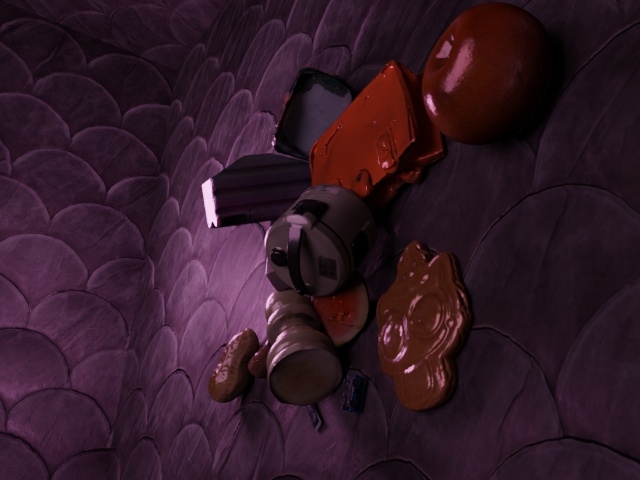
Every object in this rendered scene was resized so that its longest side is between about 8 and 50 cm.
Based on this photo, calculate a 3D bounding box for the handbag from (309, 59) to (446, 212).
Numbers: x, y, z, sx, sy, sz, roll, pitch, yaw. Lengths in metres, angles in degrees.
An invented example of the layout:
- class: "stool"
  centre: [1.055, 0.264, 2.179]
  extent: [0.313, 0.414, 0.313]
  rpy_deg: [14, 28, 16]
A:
- class: "handbag"
  centre: [0.122, -0.217, 1.801]
  extent: [0.410, 0.116, 0.304]
  rpy_deg: [-43, 41, 43]

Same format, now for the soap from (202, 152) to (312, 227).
- class: "soap"
  centre: [-0.169, -0.150, 2.099]
  extent: [0.109, 0.323, 0.193]
  rpy_deg: [178, 84, -68]

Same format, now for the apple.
- class: "apple"
  centre: [0.315, -0.325, 1.419]
  extent: [0.272, 0.206, 0.252]
  rpy_deg: [-56, 28, 30]

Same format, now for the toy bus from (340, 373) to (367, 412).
- class: "toy bus"
  centre: [0.076, 0.344, 1.638]
  extent: [0.038, 0.046, 0.083]
  rpy_deg: [-7, 71, 61]

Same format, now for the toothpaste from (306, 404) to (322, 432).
- class: "toothpaste"
  centre: [-0.024, 0.411, 1.808]
  extent: [0.037, 0.021, 0.140]
  rpy_deg: [-63, 31, 27]

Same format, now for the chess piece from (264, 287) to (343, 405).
- class: "chess piece"
  centre: [-0.063, 0.240, 1.841]
  extent: [0.182, 0.182, 0.330]
  rpy_deg: [-60, 24, 23]

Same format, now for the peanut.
- class: "peanut"
  centre: [-0.249, 0.371, 2.154]
  extent: [0.237, 0.110, 0.120]
  rpy_deg: [-63, 7, 3]

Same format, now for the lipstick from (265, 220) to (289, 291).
- class: "lipstick"
  centre: [-0.103, 0.024, 2.014]
  extent: [0.066, 0.068, 0.317]
  rpy_deg: [-26, 25, 12]

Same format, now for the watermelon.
- class: "watermelon"
  centre: [0.063, 0.139, 1.727]
  extent: [0.145, 0.137, 0.193]
  rpy_deg: [-24, 66, 18]

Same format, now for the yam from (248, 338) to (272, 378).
- class: "yam"
  centre: [-0.140, 0.324, 2.011]
  extent: [0.127, 0.084, 0.084]
  rpy_deg: [-54, 33, 38]

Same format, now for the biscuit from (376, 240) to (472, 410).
- class: "biscuit"
  centre: [0.204, 0.164, 1.507]
  extent: [0.269, 0.051, 0.376]
  rpy_deg: [-40, 41, 44]

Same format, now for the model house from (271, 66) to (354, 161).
- class: "model house"
  centre: [-0.029, -0.394, 2.154]
  extent: [0.291, 0.184, 0.253]
  rpy_deg: [-103, 32, -65]

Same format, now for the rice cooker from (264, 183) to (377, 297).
- class: "rice cooker"
  centre: [0.000, 0.000, 1.681]
  extent: [0.226, 0.226, 0.244]
  rpy_deg: [-38, 5, 47]
